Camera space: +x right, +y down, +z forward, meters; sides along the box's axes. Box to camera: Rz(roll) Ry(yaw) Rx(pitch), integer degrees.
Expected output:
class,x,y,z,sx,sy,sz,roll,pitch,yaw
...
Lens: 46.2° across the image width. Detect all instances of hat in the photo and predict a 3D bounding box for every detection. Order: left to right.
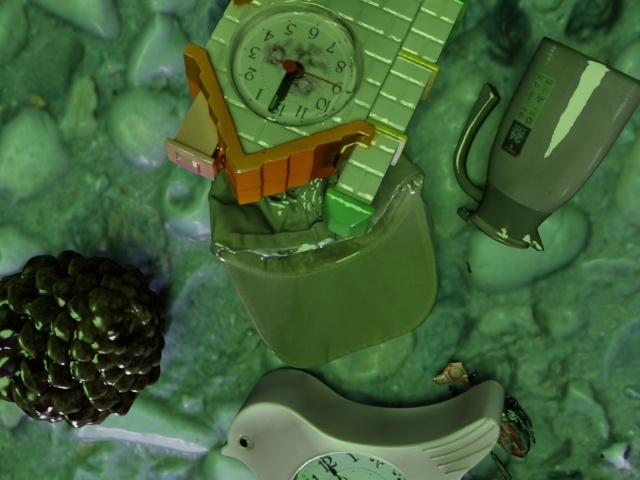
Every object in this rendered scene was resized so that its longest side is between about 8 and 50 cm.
class,x,y,z,sx,sy,sz,roll,pitch,yaw
hat,0.000,0.000,0.782,0.214,0.149,0.245,-18,135,-5

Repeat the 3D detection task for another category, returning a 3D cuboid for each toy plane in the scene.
class,x,y,z,sx,sy,sz,roll,pitch,yaw
toy plane,0.182,0.188,0.809,0.060,0.037,0.145,-36,95,17

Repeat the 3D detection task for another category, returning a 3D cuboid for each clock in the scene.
class,x,y,z,sx,sy,sz,roll,pitch,yaw
clock,-0.012,-0.153,0.671,0.219,0.106,0.255,24,74,3
clock,0.063,0.231,0.793,0.290,0.080,0.275,-38,94,22

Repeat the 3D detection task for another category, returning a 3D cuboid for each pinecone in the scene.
class,x,y,z,sx,sy,sz,roll,pitch,yaw
pinecone,-0.265,0.098,0.779,0.204,0.184,0.179,-1,61,26

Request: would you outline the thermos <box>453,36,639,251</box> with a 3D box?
class,x,y,z,sx,sy,sz,roll,pitch,yaw
thermos,0.201,-0.091,0.723,0.137,0.105,0.193,36,114,26
